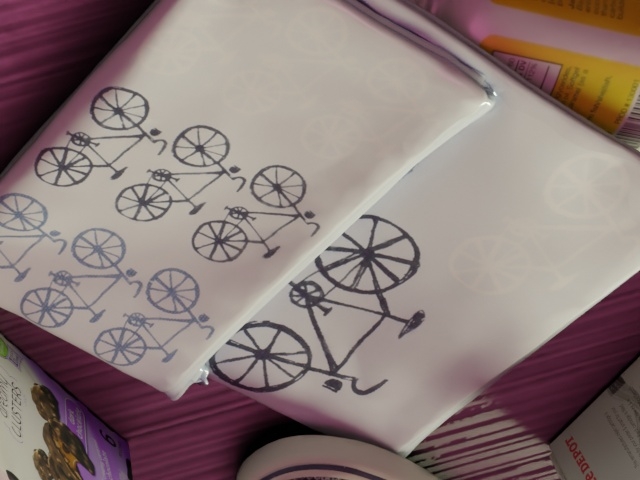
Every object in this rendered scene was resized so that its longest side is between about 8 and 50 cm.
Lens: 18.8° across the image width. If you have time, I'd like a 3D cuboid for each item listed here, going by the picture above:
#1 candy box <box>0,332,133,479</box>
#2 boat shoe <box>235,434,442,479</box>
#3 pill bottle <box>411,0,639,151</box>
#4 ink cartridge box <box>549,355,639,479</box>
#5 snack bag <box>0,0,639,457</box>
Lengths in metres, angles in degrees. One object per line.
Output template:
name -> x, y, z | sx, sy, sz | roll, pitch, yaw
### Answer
candy box -> -0.196, 0.120, 1.111 | 0.070, 0.165, 0.196 | -41, 114, 10
boat shoe -> 0.077, 0.270, 1.214 | 0.127, 0.158, 0.340 | -39, 116, 24
pill bottle -> 0.113, -0.120, 1.075 | 0.208, 0.119, 0.119 | 10, 112, -13
ink cartridge box -> 0.227, 0.122, 1.209 | 0.063, 0.109, 0.150 | 37, 104, -25
snack bag -> 0.000, 0.000, 1.090 | 0.342, 0.037, 0.323 | 29, 130, -24
